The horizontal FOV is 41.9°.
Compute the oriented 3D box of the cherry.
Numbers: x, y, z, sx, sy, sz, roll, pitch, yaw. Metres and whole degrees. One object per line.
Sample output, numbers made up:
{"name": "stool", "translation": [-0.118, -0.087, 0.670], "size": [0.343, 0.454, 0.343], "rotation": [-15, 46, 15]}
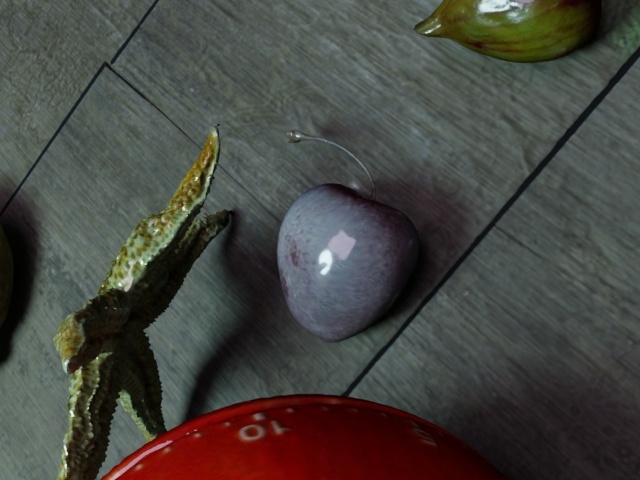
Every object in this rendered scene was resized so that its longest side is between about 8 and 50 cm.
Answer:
{"name": "cherry", "translation": [0.000, 0.006, 0.747], "size": [0.188, 0.115, 0.148], "rotation": [26, 129, 39]}

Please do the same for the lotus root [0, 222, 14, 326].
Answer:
{"name": "lotus root", "translation": [-0.412, 0.047, 0.951], "size": [0.139, 0.138, 0.213], "rotation": [-23, 78, 22]}

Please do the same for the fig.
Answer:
{"name": "fig", "translation": [0.155, -0.197, 0.707], "size": [0.155, 0.103, 0.109], "rotation": [-19, 46, 15]}

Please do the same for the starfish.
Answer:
{"name": "starfish", "translation": [-0.154, 0.064, 0.683], "size": [0.078, 0.358, 0.347], "rotation": [18, 80, 7]}

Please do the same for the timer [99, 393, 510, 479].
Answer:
{"name": "timer", "translation": [-0.010, 0.288, 0.528], "size": [0.378, 0.279, 0.377], "rotation": [-1, 94, -12]}
